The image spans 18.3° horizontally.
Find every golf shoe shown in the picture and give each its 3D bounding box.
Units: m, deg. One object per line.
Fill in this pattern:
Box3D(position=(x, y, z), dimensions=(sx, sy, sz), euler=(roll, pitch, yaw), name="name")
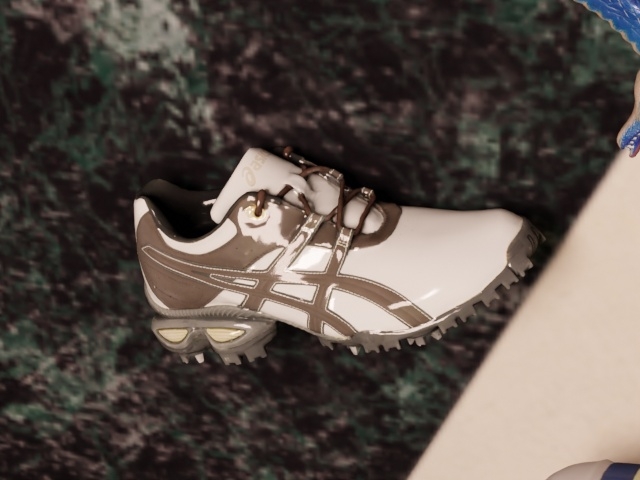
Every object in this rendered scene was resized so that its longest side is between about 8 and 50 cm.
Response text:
Box3D(position=(0.000, 0.000, 0.905), dimensions=(0.198, 0.077, 0.094), euler=(-10, 116, 23), name="golf shoe")

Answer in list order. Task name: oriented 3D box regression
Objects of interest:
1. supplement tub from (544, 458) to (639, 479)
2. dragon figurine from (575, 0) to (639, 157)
Box3D(position=(0.247, 0.224, 0.861), dimensions=(0.325, 0.235, 0.235), euler=(4, 121, 17), name="supplement tub")
Box3D(position=(0.114, -0.167, 0.757), dimensions=(0.144, 0.085, 0.289), euler=(9, 123, 14), name="dragon figurine")
